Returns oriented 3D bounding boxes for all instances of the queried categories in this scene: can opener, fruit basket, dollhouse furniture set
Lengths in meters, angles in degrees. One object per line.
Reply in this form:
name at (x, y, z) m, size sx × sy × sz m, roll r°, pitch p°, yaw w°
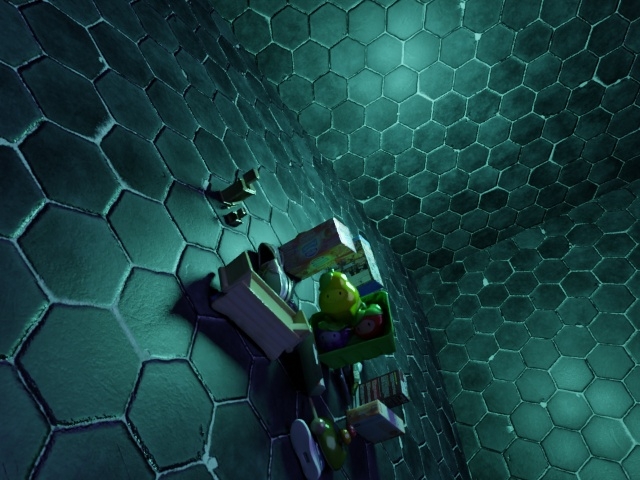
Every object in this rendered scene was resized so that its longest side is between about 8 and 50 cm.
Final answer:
can opener at (0.101, 0.610, 1.813) m, size 0.059 × 0.073 × 0.186 m, roll 40°, pitch 37°, yaw -63°
fruit basket at (0.106, 0.315, 1.748) m, size 0.392 × 0.392 × 0.282 m, roll 50°, pitch 23°, yaw -30°
dollhouse furniture set at (-0.285, -0.162, 1.684) m, size 0.101 × 0.182 × 0.160 m, roll 16°, pitch 49°, yaw -64°

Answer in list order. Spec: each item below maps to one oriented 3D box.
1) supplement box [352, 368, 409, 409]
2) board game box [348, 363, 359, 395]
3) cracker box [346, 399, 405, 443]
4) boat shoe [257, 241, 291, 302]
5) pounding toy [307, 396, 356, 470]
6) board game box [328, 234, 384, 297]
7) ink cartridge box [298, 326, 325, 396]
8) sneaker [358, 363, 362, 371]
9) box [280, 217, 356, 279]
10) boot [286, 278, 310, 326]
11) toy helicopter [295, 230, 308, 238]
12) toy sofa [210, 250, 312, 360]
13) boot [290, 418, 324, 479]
supplement box at (0.260, 0.670, 1.851) m, size 0.073 × 0.240 × 0.130 m, roll 52°, pitch 22°, yaw -27°
board game box at (0.143, 0.552, 1.924) m, size 0.259 × 0.031 × 0.136 m, roll -94°, pitch -175°, yaw -49°
cracker box at (0.233, 0.766, 1.781) m, size 0.232 × 0.156 × 0.067 m, roll 48°, pitch 24°, yaw -35°
boat shoe at (-0.195, 0.127, 1.652) m, size 0.103 × 0.113 × 0.302 m, roll 43°, pitch 17°, yaw -38°
pounding toy at (0.054, 0.664, 1.469) m, size 0.236 × 0.110 × 0.183 m, roll 63°, pitch 3°, yaw -15°
board game box at (0.184, 0.159, 2.356) m, size 0.141 × 0.232 × 0.290 m, roll 36°, pitch 32°, yaw -53°
ink cartridge box at (-0.017, 0.441, 1.535) m, size 0.066 × 0.232 × 0.189 m, roll 0°, pitch 55°, yaw -22°
sneaker at (0.177, 0.594, 2.056) m, size 0.069 × 0.038 × 0.098 m, roll 30°, pitch 47°, yaw -59°
box at (-0.013, 0.041, 1.916) m, size 0.154 × 0.300 × 0.142 m, roll 35°, pitch 33°, yaw -54°
boot at (-0.100, 0.282, 1.719) m, size 0.208 × 0.076 × 0.189 m, roll 51°, pitch 36°, yaw -11°
toy helicopter at (0.000, 0.000, 2.102) m, size 0.355 × 0.235 × 0.140 m, roll 18°, pitch 48°, yaw -63°
toy sofa at (-0.208, 0.228, 1.448) m, size 0.362 × 0.177 × 0.150 m, roll 50°, pitch 3°, yaw -28°
boot at (-0.042, 0.671, 1.378) m, size 0.086 × 0.069 × 0.189 m, roll 22°, pitch 50°, yaw -73°
